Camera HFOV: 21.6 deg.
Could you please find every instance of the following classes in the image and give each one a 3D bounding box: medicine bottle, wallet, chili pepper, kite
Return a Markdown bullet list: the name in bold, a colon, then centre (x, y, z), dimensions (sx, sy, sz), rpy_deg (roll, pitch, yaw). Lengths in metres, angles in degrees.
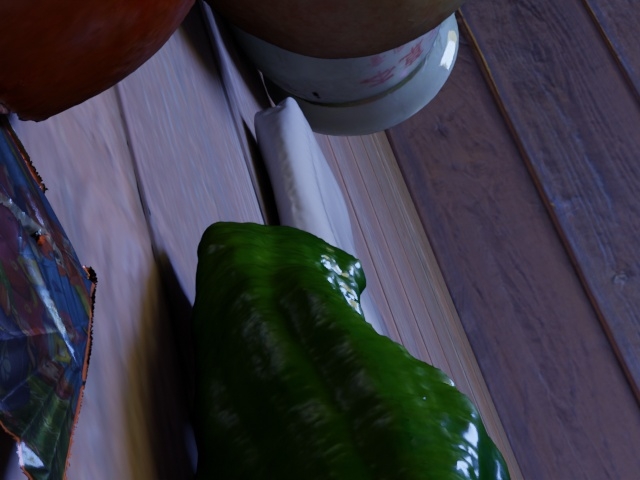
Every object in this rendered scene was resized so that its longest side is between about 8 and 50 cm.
- **medicine bottle**: centre (0.012, -0.159, 1.108), dimensions (0.143, 0.147, 0.147), rpy_deg (61, 7, -58)
- **wallet**: centre (0.000, 0.000, 0.918), dimensions (0.190, 0.033, 0.095), rpy_deg (-105, 172, -55)
- **chili pepper**: centre (0.004, 0.060, 0.471), dimensions (0.253, 0.083, 0.099), rpy_deg (-113, 179, -64)
- **kite**: centre (-0.078, -0.016, 0.347), dimensions (0.190, 0.010, 0.159), rpy_deg (65, 3, 26)

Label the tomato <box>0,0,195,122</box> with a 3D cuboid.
- **tomato**: centre (-0.085, -0.138, 0.396), dimensions (0.225, 0.085, 0.225), rpy_deg (61, 2, -3)

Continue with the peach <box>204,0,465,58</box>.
- **peach**: centre (0.016, -0.232, 0.917), dimensions (0.252, 0.252, 0.252), rpy_deg (-24, 90, -85)
